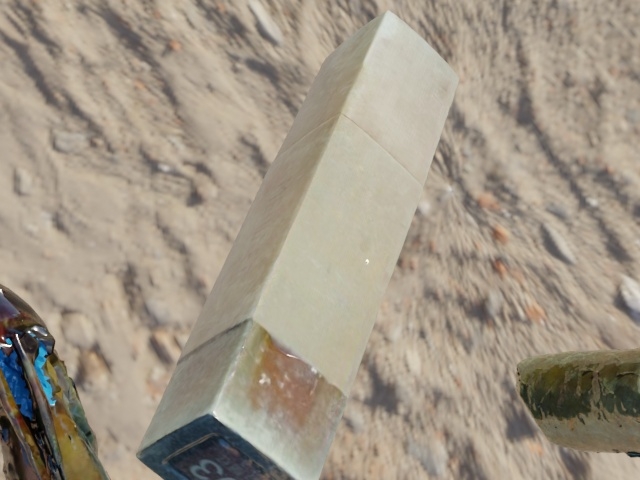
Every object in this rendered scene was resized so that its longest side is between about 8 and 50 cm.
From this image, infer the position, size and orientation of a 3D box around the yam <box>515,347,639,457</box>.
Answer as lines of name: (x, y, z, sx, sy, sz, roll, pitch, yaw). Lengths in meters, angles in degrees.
yam: (0.181, 0.100, 0.883, 0.070, 0.146, 0.069, 6, 79, -34)

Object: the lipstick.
lipstick: (0.000, 0.000, 0.885, 0.080, 0.371, 0.076, 41, 134, -17)

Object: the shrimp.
shrimp: (-0.139, 0.139, 0.790, 0.054, 0.222, 0.290, -19, 112, -10)
